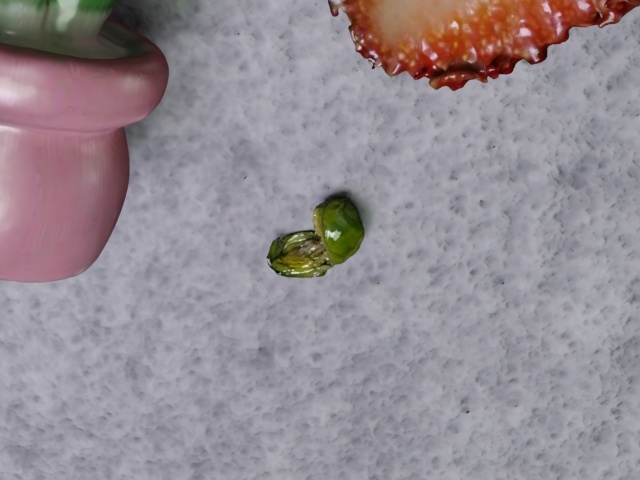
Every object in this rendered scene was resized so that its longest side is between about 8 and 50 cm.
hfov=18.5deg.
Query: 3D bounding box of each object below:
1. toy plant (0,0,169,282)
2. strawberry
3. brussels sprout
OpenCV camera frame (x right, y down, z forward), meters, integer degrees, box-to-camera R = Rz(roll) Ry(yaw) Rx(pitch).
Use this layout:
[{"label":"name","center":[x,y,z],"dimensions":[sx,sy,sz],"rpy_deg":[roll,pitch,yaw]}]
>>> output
[{"label":"toy plant","center":[-0.229,-0.160,1.351],"dimensions":[0.317,0.210,0.356],"rpy_deg":[14,112,0]},{"label":"strawberry","center":[0.121,-0.240,1.317],"dimensions":[0.233,0.137,0.306],"rpy_deg":[55,141,-5]},{"label":"brussels sprout","center":[0.000,0.001,1.527],"dimensions":[0.051,0.046,0.083],"rpy_deg":[37,130,-21]}]
